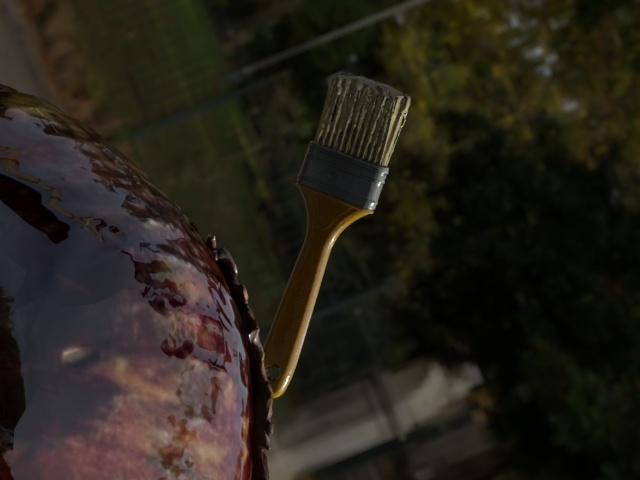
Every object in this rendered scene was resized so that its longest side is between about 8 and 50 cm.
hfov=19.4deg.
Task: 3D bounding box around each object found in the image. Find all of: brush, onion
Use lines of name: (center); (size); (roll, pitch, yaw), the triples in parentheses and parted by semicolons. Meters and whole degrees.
brush: (0.000, 0.000, 0.939); (0.014, 0.043, 0.170); (-8, 118, -73)
onion: (-0.132, 0.064, 0.566); (0.190, 0.246, 0.246); (25, 40, -65)
